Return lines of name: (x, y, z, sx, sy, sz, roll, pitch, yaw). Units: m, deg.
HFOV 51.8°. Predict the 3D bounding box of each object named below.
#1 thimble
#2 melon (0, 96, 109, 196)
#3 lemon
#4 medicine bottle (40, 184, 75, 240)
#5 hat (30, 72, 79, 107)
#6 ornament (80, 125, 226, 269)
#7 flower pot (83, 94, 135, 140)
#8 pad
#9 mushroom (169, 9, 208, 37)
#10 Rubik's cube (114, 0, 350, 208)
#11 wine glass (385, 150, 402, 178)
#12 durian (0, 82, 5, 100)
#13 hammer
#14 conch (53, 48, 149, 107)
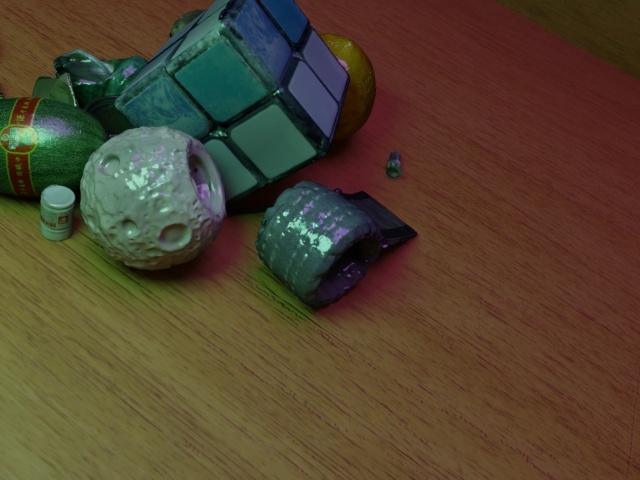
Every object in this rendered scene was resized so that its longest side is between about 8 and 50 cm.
thimble: (0.000, 0.000, 1.250, 0.172, 0.205, 0.236, 43, 37, 21)
melon: (-0.533, -0.169, 1.199, 0.288, 0.182, 0.182, -2, 45, -7)
lemon: (0.013, -0.370, 1.615, 0.254, 0.253, 0.310, 15, 42, -9)
medicine bottle: (-0.469, -0.048, 1.172, 0.057, 0.089, 0.057, 13, 43, -12)
hat: (-0.564, -0.274, 1.367, 0.175, 0.085, 0.147, 24, 71, 46)
ornament: (-0.298, -0.074, 1.164, 0.225, 0.259, 0.259, -17, 44, 11)
flower pot: (-0.412, -0.213, 1.362, 0.158, 0.106, 0.157, 11, 45, -12)
pad: (0.114, -0.053, 1.442, 0.174, 0.022, 0.233, 39, 20, 15)
mushroom: (-0.256, -0.492, 1.712, 0.248, 0.130, 0.344, -4, 48, -34)
Rubik's cube: (-0.162, -0.301, 1.333, 0.318, 0.313, 0.316, 49, 33, -25)
wine glass: (0.190, -0.193, 1.669, 0.042, 0.038, 0.083, -13, 33, 21)
durian: (-0.737, -0.341, 1.336, 0.187, 0.119, 0.108, 0, 50, -23)
hammer: (-0.067, -0.075, 1.440, 0.292, 0.029, 0.058, -8, 48, -29)
conch: (-0.452, -0.335, 1.440, 0.202, 0.134, 0.196, 20, 43, 17)
